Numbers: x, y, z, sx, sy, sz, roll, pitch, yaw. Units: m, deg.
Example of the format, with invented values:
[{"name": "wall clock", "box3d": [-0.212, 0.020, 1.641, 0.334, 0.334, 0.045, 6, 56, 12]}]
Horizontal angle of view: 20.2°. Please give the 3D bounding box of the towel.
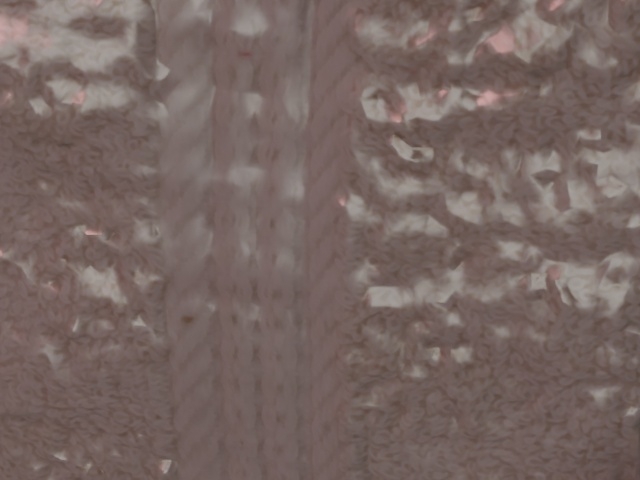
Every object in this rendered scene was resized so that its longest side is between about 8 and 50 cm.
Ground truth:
[{"name": "towel", "box3d": [0.000, 0.000, 0.433, 0.187, 0.049, 0.282, 6, 119, 11]}]
